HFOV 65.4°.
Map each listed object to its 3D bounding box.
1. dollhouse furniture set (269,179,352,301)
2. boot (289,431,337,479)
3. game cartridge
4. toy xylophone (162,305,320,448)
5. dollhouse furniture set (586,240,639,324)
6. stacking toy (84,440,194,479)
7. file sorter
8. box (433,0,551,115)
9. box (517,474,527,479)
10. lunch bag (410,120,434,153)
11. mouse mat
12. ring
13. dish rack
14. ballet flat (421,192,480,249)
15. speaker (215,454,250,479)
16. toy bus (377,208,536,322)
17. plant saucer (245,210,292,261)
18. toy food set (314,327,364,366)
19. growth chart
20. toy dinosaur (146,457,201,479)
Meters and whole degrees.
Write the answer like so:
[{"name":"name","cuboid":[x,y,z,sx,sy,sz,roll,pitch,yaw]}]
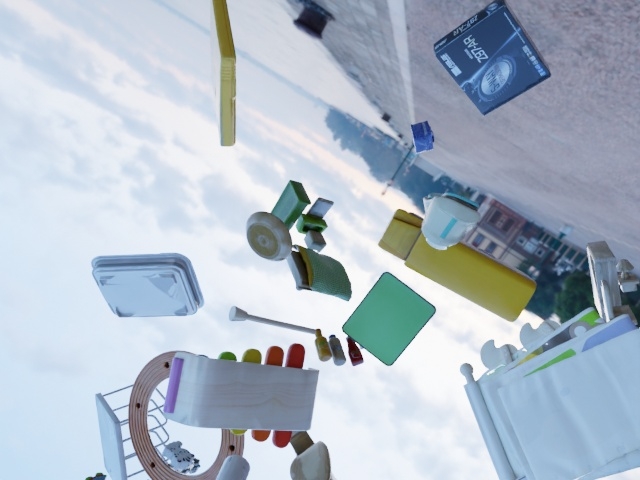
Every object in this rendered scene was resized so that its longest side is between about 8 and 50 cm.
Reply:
[{"name":"dollhouse furniture set","cuboid":[0.000,0.000,1.391,0.197,0.151,0.301,14,-145,-36]},{"name":"boot","cuboid":[0.009,0.581,1.195,0.211,0.104,0.295,61,170,-10]},{"name":"game cartridge","cuboid":[-0.271,-0.474,1.392,0.052,0.324,0.285,-5,-120,-15]},{"name":"toy xylophone","cuboid":[-0.118,0.259,0.941,0.322,0.236,0.081,26,162,-32]},{"name":"dollhouse furniture set","cuboid":[0.838,0.080,1.164,0.303,0.355,0.174,-49,-56,-62]},{"name":"stacking toy","cuboid":[-0.318,0.435,0.810,0.052,0.167,0.221,32,-168,27]},{"name":"file sorter","cuboid":[-0.587,0.624,1.589,0.173,0.278,0.193,-12,-160,-37]},{"name":"box","cuboid":[0.150,-0.158,0.436,0.083,0.067,0.018,38,-138,-31]},{"name":"box","cuboid":[0.501,0.610,1.010,0.169,0.087,0.290,22,-147,-51]},{"name":"lunch bag","cuboid":[0.324,-0.322,1.567,0.098,0.065,0.067,62,-160,-53]},{"name":"mouse mat","cuboid":[0.159,0.186,1.175,0.152,0.190,0.007,38,-165,6]},{"name":"ring","cuboid":[-0.304,0.414,1.125,0.336,0.337,0.032,37,-165,21]},{"name":"dish rack","cuboid":[-0.575,0.167,1.658,0.332,0.285,0.072,-2,-136,3]},{"name":"ballet flat","cuboid":[0.184,-0.029,0.739,0.086,0.086,0.248,34,-168,10]},{"name":"speaker","cuboid":[-0.169,0.452,0.896,0.055,0.055,0.136,32,-163,-2]},{"name":"toy bus","cuboid":[0.295,0.050,1.117,0.332,0.108,0.130,28,-168,4]},{"name":"plant saucer","cuboid":[-0.080,-0.002,0.733,0.083,0.083,0.015,34,-141,11]},{"name":"toy food set","cuboid":[0.101,0.289,1.461,0.104,0.232,0.111,-111,2,-47]},{"name":"growth chart","cuboid":[0.247,0.148,0.479,0.021,0.237,0.172,28,-137,-35]},{"name":"toy dinosaur","cuboid":[-0.397,0.620,1.330,0.268,0.118,0.064,99,154,-74]}]
